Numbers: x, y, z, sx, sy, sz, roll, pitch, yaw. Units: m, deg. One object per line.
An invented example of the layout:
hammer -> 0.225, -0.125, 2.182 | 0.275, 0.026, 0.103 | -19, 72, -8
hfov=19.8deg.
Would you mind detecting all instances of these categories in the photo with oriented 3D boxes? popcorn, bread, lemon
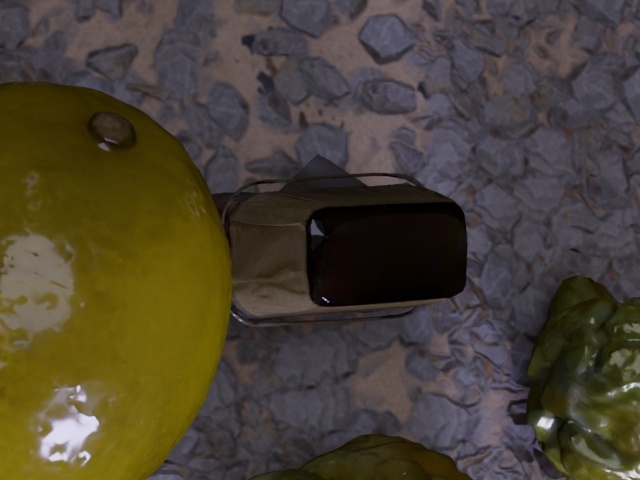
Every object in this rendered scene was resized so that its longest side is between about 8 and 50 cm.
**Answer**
popcorn -> 0.269, 0.122, 1.634 | 0.198, 0.212, 0.198 | -11, 125, -15
popcorn -> 0.049, 0.267, 1.519 | 0.266, 0.192, 0.233 | 24, 66, -28
bread -> 0.000, 0.000, 1.550 | 0.224, 0.212, 0.142 | -3, 96, -35
lemon -> -0.229, 0.047, 1.408 | 0.348, 0.348, 0.348 | 4, 77, -16
